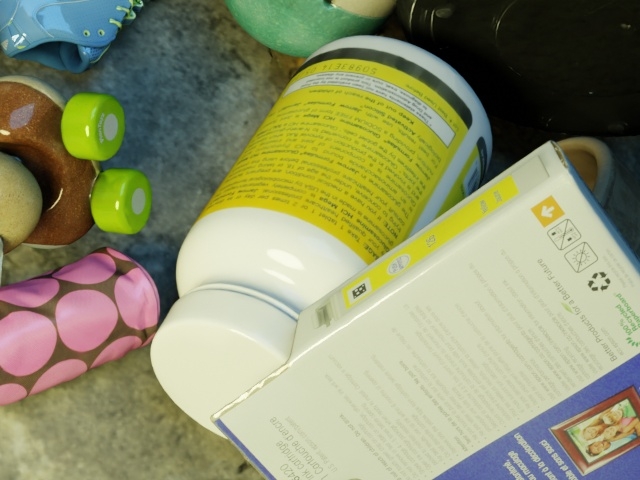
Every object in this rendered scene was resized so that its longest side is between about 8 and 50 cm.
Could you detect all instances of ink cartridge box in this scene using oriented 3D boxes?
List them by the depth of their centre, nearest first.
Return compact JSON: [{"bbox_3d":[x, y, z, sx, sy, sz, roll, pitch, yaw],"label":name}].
[{"bbox_3d":[0.129,0.129,1.272,0.303,0.307,0.072,50,15,-26],"label":"ink cartridge box"}]

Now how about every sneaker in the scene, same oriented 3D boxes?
[{"bbox_3d":[-0.196,-0.210,1.537,0.240,0.091,0.126,-12,82,-31],"label":"sneaker"}]

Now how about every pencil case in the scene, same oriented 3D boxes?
[{"bbox_3d":[-0.231,0.068,1.320,0.209,0.095,0.098,-17,32,-34],"label":"pencil case"}]

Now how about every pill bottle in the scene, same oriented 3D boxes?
[{"bbox_3d":[0.000,0.000,1.402,0.188,0.188,0.334,32,51,-1],"label":"pill bottle"}]

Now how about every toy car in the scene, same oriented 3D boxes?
[{"bbox_3d":[-0.244,-0.018,1.300,0.155,0.149,0.188,6,45,24],"label":"toy car"}]

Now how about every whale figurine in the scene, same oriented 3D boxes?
[{"bbox_3d":[-0.025,-0.272,1.631,0.216,0.141,0.272,21,28,-26],"label":"whale figurine"}]

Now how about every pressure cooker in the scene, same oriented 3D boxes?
[{"bbox_3d":[0.256,-0.347,1.554,0.370,0.375,0.420,0,62,15],"label":"pressure cooker"}]

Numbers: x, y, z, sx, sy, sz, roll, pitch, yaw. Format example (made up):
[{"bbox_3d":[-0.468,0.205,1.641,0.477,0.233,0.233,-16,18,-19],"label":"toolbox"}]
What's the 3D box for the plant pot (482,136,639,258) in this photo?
[{"bbox_3d":[0.211,0.081,1.427,0.229,0.263,0.263,42,49,-15],"label":"plant pot"}]
